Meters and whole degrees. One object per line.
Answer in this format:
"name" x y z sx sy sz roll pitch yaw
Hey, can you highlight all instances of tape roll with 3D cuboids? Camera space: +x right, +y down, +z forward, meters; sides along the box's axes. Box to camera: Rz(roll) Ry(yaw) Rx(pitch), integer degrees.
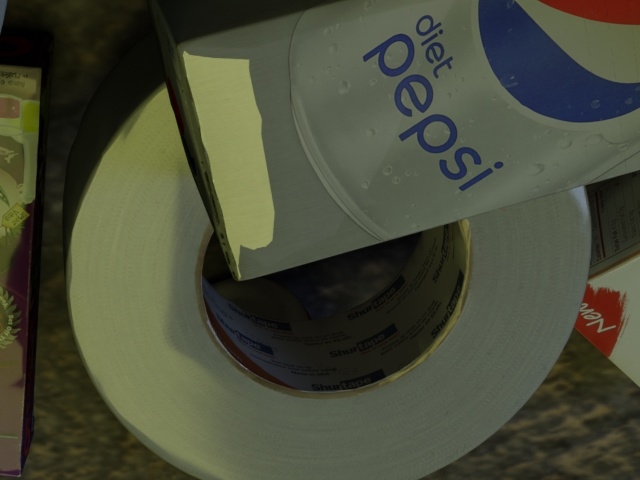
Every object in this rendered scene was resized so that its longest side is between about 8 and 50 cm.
"tape roll" 0.000 0.000 0.719 0.219 0.072 0.219 -4 114 -10

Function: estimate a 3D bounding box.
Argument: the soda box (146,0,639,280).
"soda box" 0.088 -0.079 0.609 0.286 0.098 0.091 -15 115 -6

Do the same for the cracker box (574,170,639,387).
"cracker box" 0.238 -0.001 0.774 0.232 0.067 0.156 -30 127 29

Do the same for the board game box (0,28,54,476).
"board game box" -0.298 -0.006 0.750 0.347 0.056 0.208 5 119 -4

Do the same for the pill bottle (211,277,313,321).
"pill bottle" -0.017 0.098 0.868 0.087 0.087 0.160 -16 133 18

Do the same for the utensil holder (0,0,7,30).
"utensil holder" -0.337 -0.124 0.480 0.386 0.327 0.327 -14 134 17
